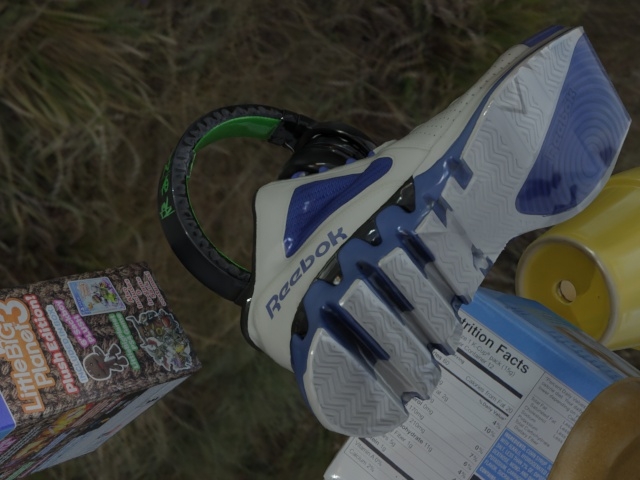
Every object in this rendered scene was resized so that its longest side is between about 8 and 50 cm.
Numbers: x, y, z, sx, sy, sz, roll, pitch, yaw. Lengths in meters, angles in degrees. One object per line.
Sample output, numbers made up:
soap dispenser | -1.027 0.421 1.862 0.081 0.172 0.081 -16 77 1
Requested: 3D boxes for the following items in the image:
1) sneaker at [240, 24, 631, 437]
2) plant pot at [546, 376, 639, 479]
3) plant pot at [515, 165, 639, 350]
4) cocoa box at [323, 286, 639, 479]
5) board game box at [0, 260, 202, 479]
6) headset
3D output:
sneaker | 0.049 -0.028 0.800 0.315 0.182 0.127 -48 126 -17
plant pot | 0.146 0.187 0.599 0.032 0.236 0.236 15 110 -3
plant pot | 0.397 0.042 1.580 0.239 0.254 0.254 -17 125 -39
cocoa box | 0.205 0.200 1.166 0.228 0.231 0.347 -57 158 8
board game box | -0.318 0.157 1.253 0.232 0.141 0.291 -39 164 33
headset | 0.000 0.000 1.344 0.394 0.243 0.185 20 145 -15
